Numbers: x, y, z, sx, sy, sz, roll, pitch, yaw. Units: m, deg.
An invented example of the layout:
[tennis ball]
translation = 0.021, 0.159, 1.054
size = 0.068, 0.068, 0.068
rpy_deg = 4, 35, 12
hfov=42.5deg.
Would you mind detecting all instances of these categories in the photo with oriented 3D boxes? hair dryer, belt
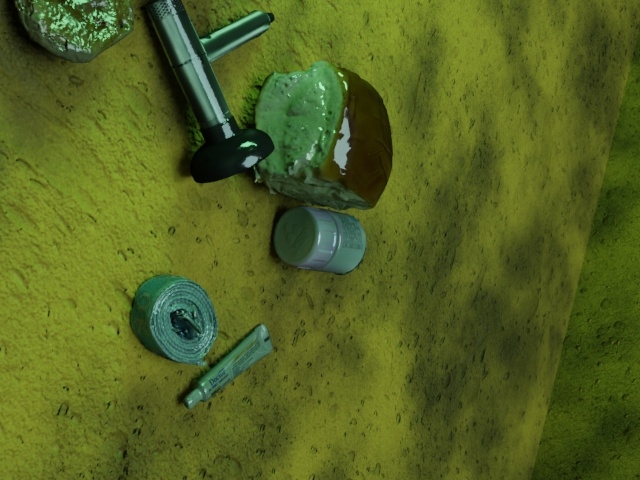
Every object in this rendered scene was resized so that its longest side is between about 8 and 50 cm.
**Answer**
[hair dryer]
translation = -0.142, -0.297, 1.470
size = 0.284, 0.155, 0.320
rpy_deg = -24, 107, -32
[belt]
translation = -0.253, 0.140, 1.457
size = 0.163, 0.082, 0.148
rpy_deg = 26, 79, -49

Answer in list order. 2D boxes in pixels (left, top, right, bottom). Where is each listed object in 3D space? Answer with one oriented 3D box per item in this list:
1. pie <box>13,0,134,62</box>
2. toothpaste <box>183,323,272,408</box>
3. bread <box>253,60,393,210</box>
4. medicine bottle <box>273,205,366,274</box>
[pie]
translation = -0.371, -0.361, 1.230
size = 0.195, 0.046, 0.195
rpy_deg = 19, 63, -42
[toothpaste]
translation = -0.177, 0.250, 1.604
size = 0.255, 0.037, 0.067
rpy_deg = -37, 118, -46
[bread]
translation = 0.021, -0.198, 1.626
size = 0.279, 0.225, 0.250
rpy_deg = 24, 67, -58
[medicine bottle]
translation = 0.000, 0.000, 1.709
size = 0.168, 0.135, 0.135
rpy_deg = 8, 90, -52
